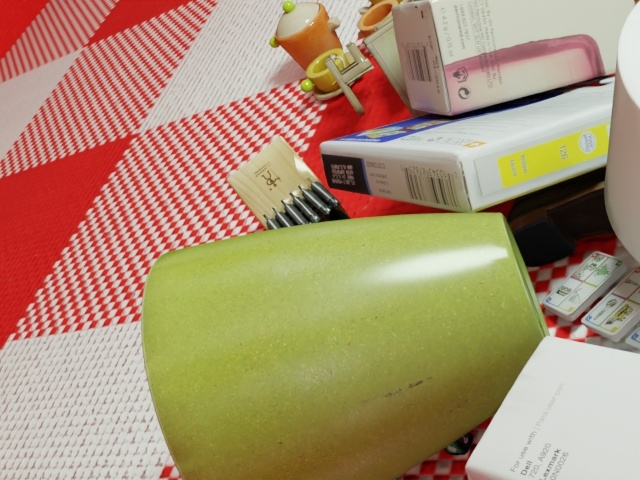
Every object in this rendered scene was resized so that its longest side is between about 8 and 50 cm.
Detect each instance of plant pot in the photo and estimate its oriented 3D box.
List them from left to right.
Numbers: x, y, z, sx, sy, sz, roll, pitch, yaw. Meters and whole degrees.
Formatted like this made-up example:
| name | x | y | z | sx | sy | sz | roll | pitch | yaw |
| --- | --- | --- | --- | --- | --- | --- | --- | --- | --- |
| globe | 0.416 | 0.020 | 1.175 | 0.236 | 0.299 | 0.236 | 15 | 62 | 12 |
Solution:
| name | x | y | z | sx | sy | sz | roll | pitch | yaw |
| --- | --- | --- | --- | --- | --- | --- | --- | --- | --- |
| plant pot | 0.043 | 0.091 | 0.810 | 0.293 | 0.275 | 0.274 | -20 | 37 | 14 |

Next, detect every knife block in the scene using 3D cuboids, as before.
| name | x | y | z | sx | sy | sz | roll | pitch | yaw |
| --- | --- | --- | --- | --- | --- | --- | --- | --- | --- |
| knife block | 0.000 | 0.000 | 1.147 | 0.088 | 0.242 | 0.275 | -39 | -12 | -2 |

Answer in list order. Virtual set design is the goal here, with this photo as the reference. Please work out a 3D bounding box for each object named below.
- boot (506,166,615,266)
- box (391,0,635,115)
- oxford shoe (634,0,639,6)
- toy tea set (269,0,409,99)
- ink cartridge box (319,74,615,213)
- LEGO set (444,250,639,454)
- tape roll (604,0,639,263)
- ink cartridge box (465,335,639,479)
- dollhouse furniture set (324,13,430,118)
| name | x | y | z | sx | sy | sz | roll | pitch | yaw |
| --- | --- | --- | --- | --- | --- | --- | --- | --- | --- |
| boot | 0.282 | -0.058 | 0.924 | 0.219 | 0.082 | 0.106 | -21 | 40 | 29 |
| box | 0.217 | -0.231 | 1.053 | 0.232 | 0.126 | 0.148 | -15 | 14 | -9 |
| oxford shoe | 0.449 | -0.350 | 1.065 | 0.364 | 0.132 | 0.130 | -11 | 42 | 36 |
| toy tea set | 0.066 | -0.379 | 1.481 | 0.336 | 0.124 | 0.200 | -40 | 33 | -1 |
| ink cartridge box | 0.197 | -0.111 | 0.989 | 0.307 | 0.072 | 0.303 | -16 | 12 | -21 |
| LEGO set | 0.221 | 0.122 | 0.821 | 0.244 | 0.060 | 0.182 | -42 | 21 | -8 |
| tape roll | 0.354 | -0.087 | 0.733 | 0.246 | 0.169 | 0.246 | -7 | 51 | 9 |
| ink cartridge box | 0.257 | 0.178 | 0.551 | 0.278 | 0.201 | 0.117 | 8 | 54 | 49 |
| dollhouse furniture set | 0.137 | -0.234 | 1.270 | 0.212 | 0.161 | 0.242 | -34 | 11 | 8 |
